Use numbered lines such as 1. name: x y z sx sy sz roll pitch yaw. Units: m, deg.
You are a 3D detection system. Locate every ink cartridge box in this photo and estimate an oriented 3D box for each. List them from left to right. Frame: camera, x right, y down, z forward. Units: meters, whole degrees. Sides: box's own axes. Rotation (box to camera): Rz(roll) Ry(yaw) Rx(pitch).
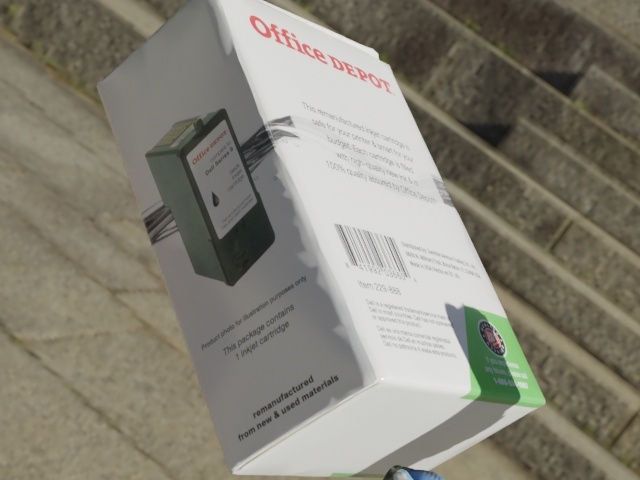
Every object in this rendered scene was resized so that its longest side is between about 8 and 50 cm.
1. ink cartridge box: 0.000 0.000 0.863 0.211 0.121 0.289 15 46 -52

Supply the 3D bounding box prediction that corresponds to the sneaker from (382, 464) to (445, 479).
1. sneaker: 0.057 0.127 0.336 0.073 0.063 0.162 -3 45 -32
